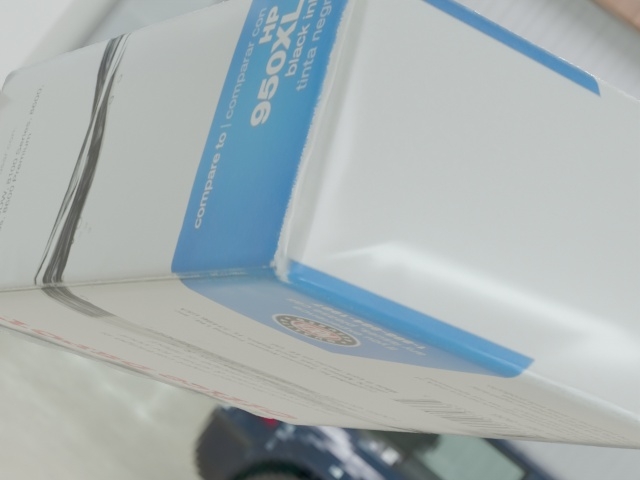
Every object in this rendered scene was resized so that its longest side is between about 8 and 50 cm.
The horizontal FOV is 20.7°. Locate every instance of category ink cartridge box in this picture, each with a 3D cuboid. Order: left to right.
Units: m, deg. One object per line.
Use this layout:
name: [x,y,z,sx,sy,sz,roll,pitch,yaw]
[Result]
ink cartridge box: [0.000,0.000,0.996,0.285,0.166,0.395,23,-16,-31]
